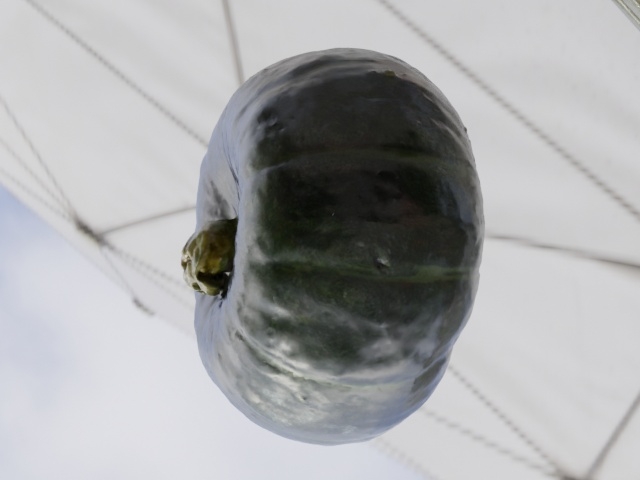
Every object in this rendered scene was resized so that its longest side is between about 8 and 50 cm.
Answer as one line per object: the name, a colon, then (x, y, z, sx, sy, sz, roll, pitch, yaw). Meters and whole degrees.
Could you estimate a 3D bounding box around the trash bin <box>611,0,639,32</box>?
trash bin: (0.297, -0.176, 1.110, 0.247, 0.243, 0.121, 4, -123, 57)

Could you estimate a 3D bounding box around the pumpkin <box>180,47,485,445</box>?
pumpkin: (0.000, 0.000, 1.381, 0.207, 0.300, 0.300, 5, -119, -12)
